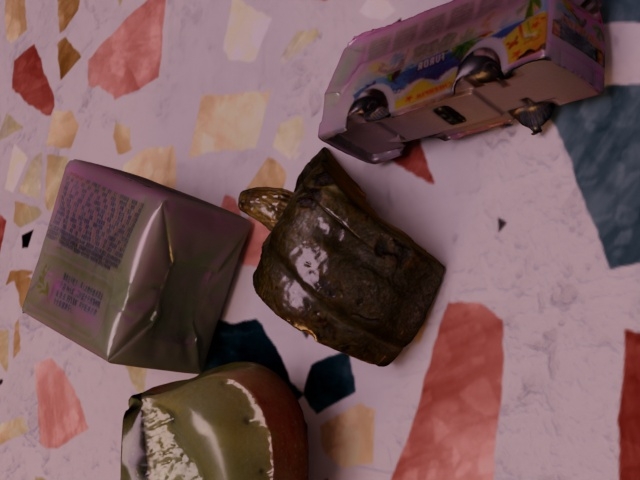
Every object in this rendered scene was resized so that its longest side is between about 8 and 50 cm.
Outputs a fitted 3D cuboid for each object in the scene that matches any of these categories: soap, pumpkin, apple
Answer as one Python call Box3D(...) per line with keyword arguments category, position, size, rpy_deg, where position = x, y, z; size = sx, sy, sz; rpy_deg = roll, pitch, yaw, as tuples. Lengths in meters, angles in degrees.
Box3D(category="soap", position=(-0.199, 0.027, 1.451), size=(0.199, 0.138, 0.182), rpy_deg=(21, 96, 48))
Box3D(category="pumpkin", position=(-0.005, -0.003, 1.260), size=(0.248, 0.126, 0.131), rpy_deg=(41, 107, 46))
Box3D(category="apple", position=(-0.098, 0.217, 1.266), size=(0.207, 0.173, 0.188), rpy_deg=(-21, 84, 40))

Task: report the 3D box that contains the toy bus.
Box3D(category="toy bus", position=(0.120, -0.147, 1.196), size=(0.274, 0.090, 0.112), rpy_deg=(-14, 62, 45))
